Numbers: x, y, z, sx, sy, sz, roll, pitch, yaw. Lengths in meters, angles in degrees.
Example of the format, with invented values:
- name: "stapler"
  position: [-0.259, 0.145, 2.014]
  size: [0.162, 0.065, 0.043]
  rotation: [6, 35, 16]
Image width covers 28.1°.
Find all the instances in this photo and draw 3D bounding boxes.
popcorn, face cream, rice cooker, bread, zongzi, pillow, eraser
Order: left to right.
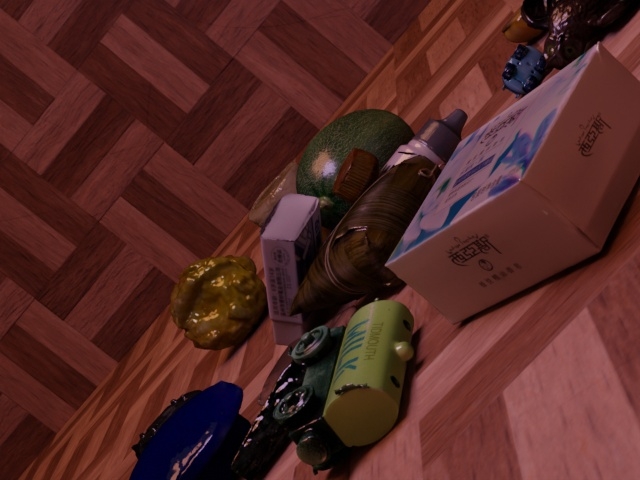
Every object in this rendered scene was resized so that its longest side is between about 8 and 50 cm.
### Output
- name: "rice cooker"
  position: [-0.221, 0.315, 2.036]
  size: [0.165, 0.106, 0.112]
  rotation: [-43, 7, -35]
- name: "popcorn"
  position: [-0.197, 0.117, 2.484]
  size: [0.197, 0.197, 0.155]
  rotation: [-50, -6, 6]
- name: "eraser"
  position: [-0.038, 0.047, 1.976]
  size: [0.124, 0.068, 0.210]
  rotation: [-64, -25, -51]
- name: "bread"
  position: [-0.049, -0.062, 2.561]
  size: [0.148, 0.141, 0.134]
  rotation: [-49, 8, 18]
- name: "pillow"
  position: [-0.019, 0.168, 1.861]
  size: [0.135, 0.034, 0.211]
  rotation: [-53, 10, -35]
- name: "bread"
  position: [0.057, -0.094, 1.920]
  size: [0.085, 0.053, 0.085]
  rotation: [-60, 10, 18]
- name: "zongzi"
  position: [0.066, -0.011, 1.872]
  size: [0.241, 0.111, 0.248]
  rotation: [-28, 23, 48]
- name: "face cream"
  position: [0.124, -0.076, 1.954]
  size: [0.311, 0.092, 0.092]
  rotation: [-51, 9, -3]
- name: "bread"
  position: [0.346, -0.361, 2.106]
  size: [0.082, 0.056, 0.115]
  rotation: [-51, 3, -9]

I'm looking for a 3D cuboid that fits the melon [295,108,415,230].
- name: "melon"
  position: [0.059, -0.112, 2.086]
  size: [0.182, 0.182, 0.287]
  rotation: [-44, -2, 36]

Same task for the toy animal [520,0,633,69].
- name: "toy animal"
  position: [0.372, -0.315, 1.780]
  size: [0.218, 0.116, 0.179]
  rotation: [10, 87, 49]

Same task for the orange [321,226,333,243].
- name: "orange"
  position: [0.000, 0.000, 2.175]
  size: [0.160, 0.112, 0.170]
  rotation: [-165, 72, -85]

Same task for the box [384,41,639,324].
- name: "box"
  position: [0.212, -0.052, 1.346]
  size: [0.203, 0.116, 0.274]
  rotation: [-55, 10, -30]

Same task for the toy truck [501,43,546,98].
- name: "toy truck"
  position: [0.301, -0.249, 1.913]
  size: [0.073, 0.056, 0.090]
  rotation: [-58, -3, -6]

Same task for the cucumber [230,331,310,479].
- name: "cucumber"
  position: [-0.043, 0.227, 1.700]
  size: [0.211, 0.062, 0.078]
  rotation: [-60, -6, -12]

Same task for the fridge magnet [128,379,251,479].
- name: "fridge magnet"
  position: [-0.194, 0.320, 1.843]
  size: [0.265, 0.112, 0.265]
  rotation: [-49, 11, 13]

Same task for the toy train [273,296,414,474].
- name: "toy train"
  position: [0.039, 0.157, 1.464]
  size: [0.157, 0.105, 0.253]
  rotation: [-32, 16, 21]
